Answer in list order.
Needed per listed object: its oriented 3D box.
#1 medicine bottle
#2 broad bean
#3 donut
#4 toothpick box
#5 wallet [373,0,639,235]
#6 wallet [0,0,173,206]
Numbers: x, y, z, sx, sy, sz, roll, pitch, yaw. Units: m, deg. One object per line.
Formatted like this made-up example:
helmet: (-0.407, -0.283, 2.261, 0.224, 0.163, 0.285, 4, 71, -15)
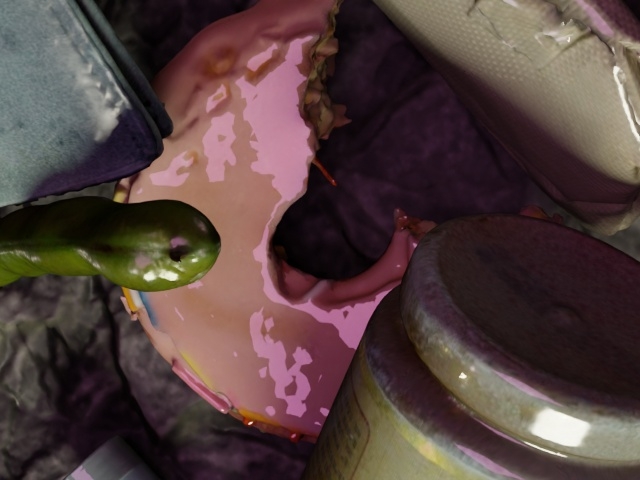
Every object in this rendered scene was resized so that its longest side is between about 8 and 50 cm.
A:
medicine bottle: (0.053, 0.154, 0.816, 0.151, 0.151, 0.322, 27, 121, 10)
broad bean: (-0.127, 0.004, 0.876, 0.052, 0.256, 0.052, -49, 113, -28)
donut: (0.000, 0.000, 0.903, 0.199, 0.085, 0.233, -43, 85, 13)
toothpick box: (-0.100, 0.151, 0.955, 0.052, 0.052, 0.083, -45, 85, 12)
wallet: (0.045, -0.136, 0.792, 0.068, 0.275, 0.335, -42, 91, -1)
wallet: (-0.243, -0.113, 0.861, 0.290, 0.054, 0.251, -10, 128, 36)
